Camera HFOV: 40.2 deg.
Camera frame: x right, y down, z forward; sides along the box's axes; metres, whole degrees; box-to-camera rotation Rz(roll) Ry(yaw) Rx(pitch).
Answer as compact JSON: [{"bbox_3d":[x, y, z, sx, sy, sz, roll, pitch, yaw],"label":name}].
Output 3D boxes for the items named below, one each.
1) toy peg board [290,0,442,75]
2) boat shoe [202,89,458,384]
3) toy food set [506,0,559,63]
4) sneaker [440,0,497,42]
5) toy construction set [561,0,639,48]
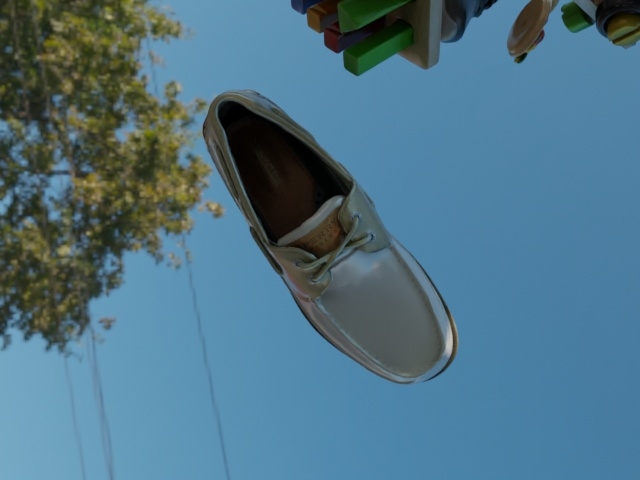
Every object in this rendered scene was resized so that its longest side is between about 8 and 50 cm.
[{"bbox_3d":[0.016,-0.228,0.719,0.160,0.079,0.161,39,-31,34],"label":"toy peg board"},{"bbox_3d":[0.000,0.000,0.741,0.113,0.103,0.302,-42,-99,0],"label":"boat shoe"},{"bbox_3d":[0.248,-0.252,1.032,0.082,0.020,0.083,-39,-150,58],"label":"toy food set"},{"bbox_3d":[0.200,-0.342,1.103,0.101,0.106,0.267,99,7,-53],"label":"sneaker"},{"bbox_3d":[0.381,-0.324,0.935,0.237,0.308,0.258,-32,-111,44],"label":"toy construction set"}]
